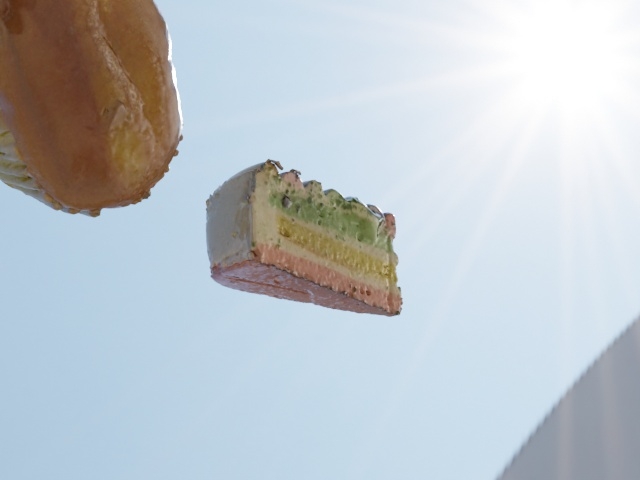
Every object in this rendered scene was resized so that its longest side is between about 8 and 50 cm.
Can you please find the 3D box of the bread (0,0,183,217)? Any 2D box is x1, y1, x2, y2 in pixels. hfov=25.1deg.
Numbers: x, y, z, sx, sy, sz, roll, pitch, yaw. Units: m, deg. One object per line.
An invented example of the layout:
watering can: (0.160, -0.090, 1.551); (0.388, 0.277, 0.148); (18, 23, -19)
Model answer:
bread: (-0.168, -0.113, 0.957); (0.132, 0.114, 0.190); (-27, -67, -29)

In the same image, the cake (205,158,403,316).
cake: (-0.016, 0.005, 1.386); (0.225, 0.090, 0.109); (20, -119, -44)
